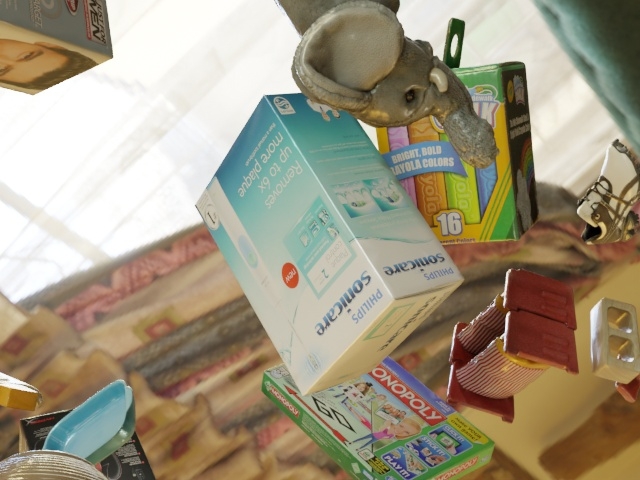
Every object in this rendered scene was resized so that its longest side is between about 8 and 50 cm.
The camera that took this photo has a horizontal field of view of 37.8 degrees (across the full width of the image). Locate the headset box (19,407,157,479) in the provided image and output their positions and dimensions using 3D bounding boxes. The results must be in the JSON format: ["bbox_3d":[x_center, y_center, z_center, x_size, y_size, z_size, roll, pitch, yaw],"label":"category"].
[{"bbox_3d":[-0.462,0.475,1.870,0.218,0.110,0.293,-8,-140,-29],"label":"headset box"}]

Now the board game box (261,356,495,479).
[{"bbox_3d":[0.085,0.275,1.468,0.214,0.046,0.317,-17,-142,-37],"label":"board game box"}]

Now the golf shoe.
[{"bbox_3d":[0.464,-0.069,1.509,0.077,0.094,0.198,-117,12,-53],"label":"golf shoe"}]

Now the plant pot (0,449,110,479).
[{"bbox_3d":[-0.285,0.294,0.959,0.237,0.237,0.109,42,-153,-34],"label":"plant pot"}]

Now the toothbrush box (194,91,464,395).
[{"bbox_3d":[0.000,0.000,1.122,0.126,0.216,0.295,-13,-117,-42],"label":"toothbrush box"}]

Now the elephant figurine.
[{"bbox_3d":[0.039,-0.175,0.846,0.169,0.186,0.239,-11,-83,-54],"label":"elephant figurine"}]

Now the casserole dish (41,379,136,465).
[{"bbox_3d":[-0.333,0.283,1.363,0.037,0.188,0.114,44,-164,-34],"label":"casserole dish"}]

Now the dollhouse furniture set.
[{"bbox_3d":[0.408,0.197,1.443,0.374,0.201,0.152,17,-127,-10],"label":"dollhouse furniture set"}]

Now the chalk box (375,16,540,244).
[{"bbox_3d":[0.181,-0.148,1.253,0.180,0.179,0.288,-25,-71,-66],"label":"chalk box"}]

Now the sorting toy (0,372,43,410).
[{"bbox_3d":[-0.421,0.153,1.001,0.229,0.041,0.307,16,170,-30],"label":"sorting toy"}]

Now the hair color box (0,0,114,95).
[{"bbox_3d":[-0.492,-0.318,1.309,0.374,0.185,0.113,7,-109,-58],"label":"hair color box"}]
